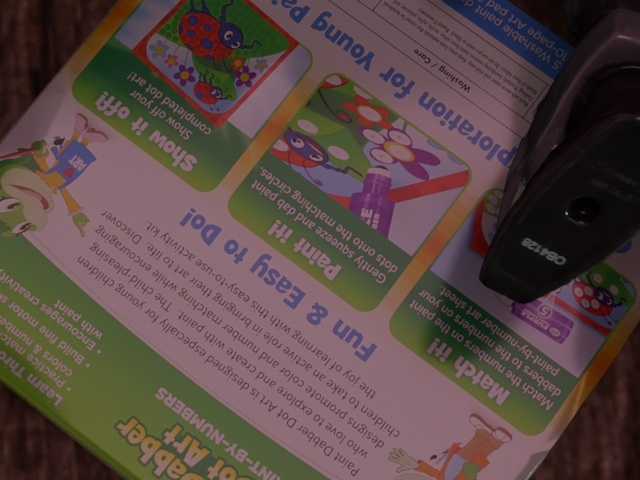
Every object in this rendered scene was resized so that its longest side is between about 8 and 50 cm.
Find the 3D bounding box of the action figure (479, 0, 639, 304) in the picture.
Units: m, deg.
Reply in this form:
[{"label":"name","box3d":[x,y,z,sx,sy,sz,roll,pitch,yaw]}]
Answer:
[{"label":"action figure","box3d":[0.122,-0.095,0.456,0.185,0.099,0.285,17,40,-5]}]

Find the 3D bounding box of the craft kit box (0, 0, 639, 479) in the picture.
[{"label":"craft kit box","box3d":[0.000,0.000,0.502,0.250,0.061,0.247,37,78,7]}]
